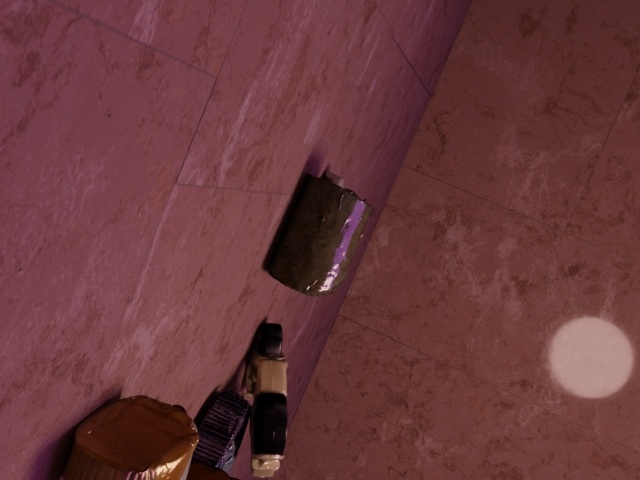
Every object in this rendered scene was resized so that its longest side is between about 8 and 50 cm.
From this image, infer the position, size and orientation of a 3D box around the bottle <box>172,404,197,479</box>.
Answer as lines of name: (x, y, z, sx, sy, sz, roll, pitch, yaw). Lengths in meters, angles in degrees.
bottle: (-0.324, 0.448, 1.823, 0.104, 0.104, 0.245, -51, 163, -54)

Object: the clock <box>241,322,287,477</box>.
clock: (-0.151, 0.446, 2.392, 0.276, 0.120, 0.378, 108, -15, -50)

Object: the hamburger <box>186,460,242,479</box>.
hamburger: (-0.299, 0.612, 1.970, 0.262, 0.243, 0.138, -42, 135, -70)

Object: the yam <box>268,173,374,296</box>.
yam: (0.000, 0.000, 2.182, 0.300, 0.195, 0.195, -66, 170, 4)

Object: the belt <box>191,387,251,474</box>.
belt: (-0.275, 0.550, 2.255, 0.324, 0.122, 0.260, 107, 5, -45)

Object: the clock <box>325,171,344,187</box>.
clock: (0.000, -0.083, 2.360, 0.191, 0.062, 0.151, -59, 168, -32)

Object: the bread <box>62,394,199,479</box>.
bread: (-0.324, 0.376, 1.464, 0.133, 0.179, 0.250, -65, 171, 19)
